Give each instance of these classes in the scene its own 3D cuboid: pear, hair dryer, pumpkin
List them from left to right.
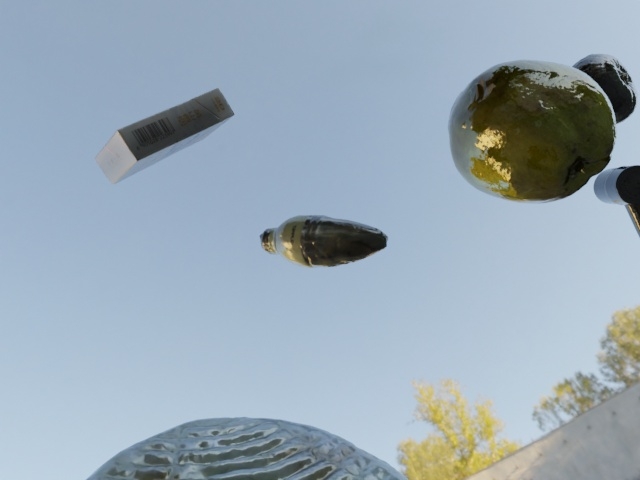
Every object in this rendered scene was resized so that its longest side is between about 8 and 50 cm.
[{"bbox_3d":[0.383,-0.205,0.920,0.269,0.321,0.269,-14,-52,-19],"label":"pear"},{"bbox_3d":[0.869,-0.463,1.511,0.233,0.233,0.163,15,-33,-29],"label":"pumpkin"},{"bbox_3d":[0.597,-0.037,0.908,0.071,0.219,0.124,-26,-2,13],"label":"hair dryer"}]

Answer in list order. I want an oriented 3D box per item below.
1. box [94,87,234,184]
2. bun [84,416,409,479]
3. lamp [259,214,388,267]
[{"bbox_3d":[-0.294,-0.201,0.932,0.149,0.233,0.067,-14,-70,49],"label":"box"},{"bbox_3d":[-0.045,0.279,0.338,0.354,0.354,0.194,5,-74,-23],"label":"bun"},{"bbox_3d":[0.000,0.000,0.858,0.250,0.101,0.101,-1,-37,33],"label":"lamp"}]
